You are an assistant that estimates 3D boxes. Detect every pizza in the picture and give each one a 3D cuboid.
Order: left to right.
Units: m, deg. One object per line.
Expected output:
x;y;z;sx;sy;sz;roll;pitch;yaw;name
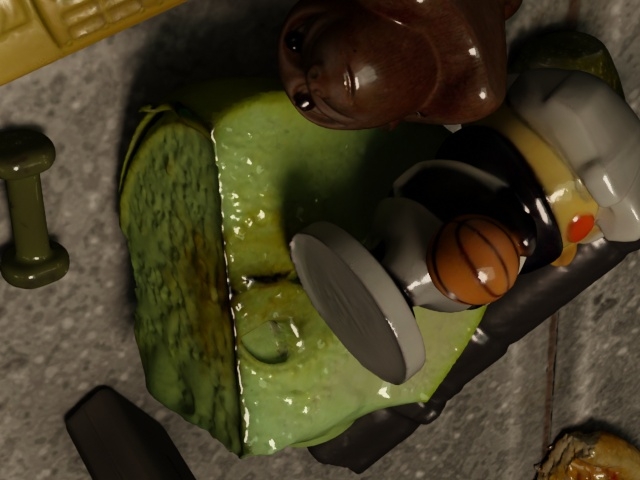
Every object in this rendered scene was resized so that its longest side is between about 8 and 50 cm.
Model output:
0.316;0.355;1.378;0.226;0.086;0.335;-30;133;-10;pizza

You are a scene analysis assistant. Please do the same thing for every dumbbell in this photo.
-0.212;-0.021;0.829;0.052;0.046;0.118;-18;130;-25;dumbbell

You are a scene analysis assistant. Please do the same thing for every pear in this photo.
0.000;0.000;0.882;0.282;0.176;0.286;-15;111;-29;pear

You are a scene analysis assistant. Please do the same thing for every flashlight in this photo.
0.145;0.053;0.990;0.424;0.103;0.103;-42;134;22;flashlight

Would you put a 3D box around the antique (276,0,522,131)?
0.048;-0.162;0.753;0.143;0.256;0.121;-12;130;27;antique

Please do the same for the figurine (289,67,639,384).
0.112;-0.020;0.748;0.236;0.176;0.133;-35;106;-19;figurine

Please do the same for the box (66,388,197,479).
-0.123;0.221;0.918;0.055;0.243;0.103;-43;133;-1;box

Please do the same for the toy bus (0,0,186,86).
-0.092;-0.217;0.706;0.336;0.123;0.121;-27;132;-10;toy bus

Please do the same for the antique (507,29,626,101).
0.215;-0.076;1.012;0.081;0.080;0.220;-21;130;-14;antique
